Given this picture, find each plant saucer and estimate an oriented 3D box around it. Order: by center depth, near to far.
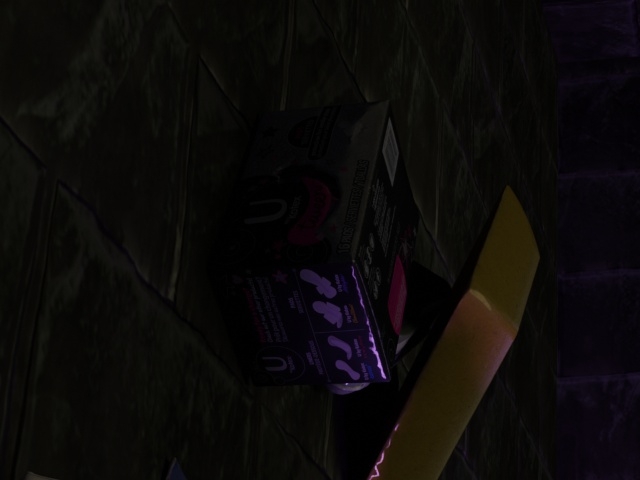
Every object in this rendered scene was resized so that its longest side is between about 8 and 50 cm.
[{"bbox_3d":[0.165,0.137,2.013,0.332,0.081,0.333,-66,177,26],"label":"plant saucer"}]

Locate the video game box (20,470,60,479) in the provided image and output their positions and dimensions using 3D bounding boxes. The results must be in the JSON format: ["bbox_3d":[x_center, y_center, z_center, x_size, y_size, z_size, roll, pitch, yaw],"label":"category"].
[{"bbox_3d":[-0.180,0.262,0.959,0.187,0.048,0.205,114,-14,-56],"label":"video game box"}]

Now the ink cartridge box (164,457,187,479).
[{"bbox_3d":[-0.078,0.403,1.411,0.330,0.071,0.324,71,22,-48],"label":"ink cartridge box"}]

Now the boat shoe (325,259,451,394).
[{"bbox_3d":[0.071,0.087,1.962,0.103,0.118,0.320,-59,178,19],"label":"boat shoe"}]

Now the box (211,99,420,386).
[{"bbox_3d":[0.000,0.000,1.636,0.247,0.142,0.163,-77,157,-48],"label":"box"}]
